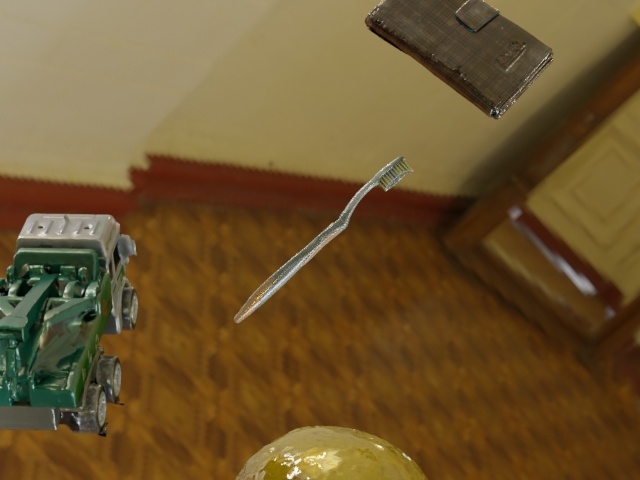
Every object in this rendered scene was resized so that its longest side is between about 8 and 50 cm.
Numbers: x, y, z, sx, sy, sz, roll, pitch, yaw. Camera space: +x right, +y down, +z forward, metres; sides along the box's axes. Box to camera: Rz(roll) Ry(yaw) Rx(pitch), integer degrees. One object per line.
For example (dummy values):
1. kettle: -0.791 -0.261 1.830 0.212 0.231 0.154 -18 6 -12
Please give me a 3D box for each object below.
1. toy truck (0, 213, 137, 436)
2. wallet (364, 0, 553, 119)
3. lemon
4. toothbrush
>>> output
1. toy truck: -0.316 0.098 1.852 0.176 0.178 0.363 2 25 4
2. wallet: 0.180 -0.262 2.044 0.230 0.124 0.042 39 -15 24
3. lemon: 0.018 0.354 1.887 0.258 0.258 0.310 31 -15 -37
4. toothbrush: 0.000 0.000 2.486 0.037 0.375 0.028 47 -1 20
